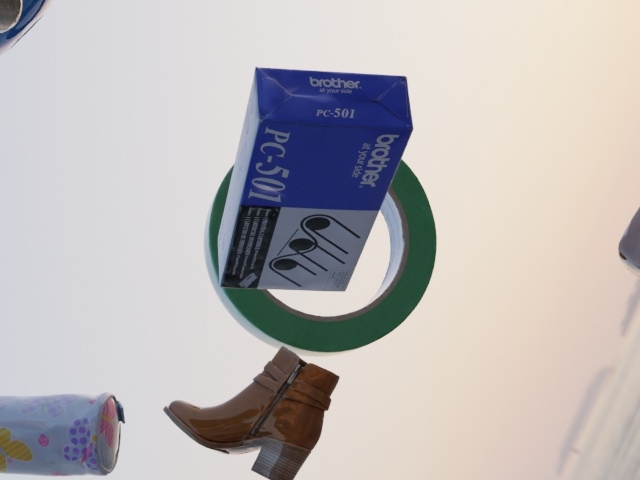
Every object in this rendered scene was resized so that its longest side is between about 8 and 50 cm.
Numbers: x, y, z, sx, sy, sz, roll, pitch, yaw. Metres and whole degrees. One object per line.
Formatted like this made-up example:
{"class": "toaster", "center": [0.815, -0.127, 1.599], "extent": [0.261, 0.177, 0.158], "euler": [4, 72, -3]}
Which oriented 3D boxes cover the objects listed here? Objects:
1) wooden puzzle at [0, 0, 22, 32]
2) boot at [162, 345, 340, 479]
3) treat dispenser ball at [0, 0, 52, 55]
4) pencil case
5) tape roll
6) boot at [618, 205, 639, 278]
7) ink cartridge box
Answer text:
{"class": "wooden puzzle", "center": [-0.389, -0.124, 0.744], "extent": [0.322, 0.348, 0.080], "euler": [2, -91, -34]}
{"class": "boot", "center": [-0.082, 0.196, 1.512], "extent": [0.152, 0.197, 0.073], "euler": [-64, -17, -9]}
{"class": "treat dispenser ball", "center": [-0.370, -0.289, 1.109], "extent": [0.288, 0.288, 0.288], "euler": [-57, -16, -27]}
{"class": "pencil case", "center": [-0.405, 0.259, 1.660], "extent": [0.124, 0.273, 0.113], "euler": [-66, -25, -72]}
{"class": "tape roll", "center": [0.000, 0.000, 1.727], "extent": [0.321, 0.321, 0.077], "euler": [-61, 4, -15]}
{"class": "boot", "center": [0.326, -0.046, 0.808], "extent": [0.264, 0.096, 0.280], "euler": [-58, 6, 11]}
{"class": "ink cartridge box", "center": [-0.010, -0.034, 0.834], "extent": [0.207, 0.097, 0.046], "euler": [110, 159, -56]}
